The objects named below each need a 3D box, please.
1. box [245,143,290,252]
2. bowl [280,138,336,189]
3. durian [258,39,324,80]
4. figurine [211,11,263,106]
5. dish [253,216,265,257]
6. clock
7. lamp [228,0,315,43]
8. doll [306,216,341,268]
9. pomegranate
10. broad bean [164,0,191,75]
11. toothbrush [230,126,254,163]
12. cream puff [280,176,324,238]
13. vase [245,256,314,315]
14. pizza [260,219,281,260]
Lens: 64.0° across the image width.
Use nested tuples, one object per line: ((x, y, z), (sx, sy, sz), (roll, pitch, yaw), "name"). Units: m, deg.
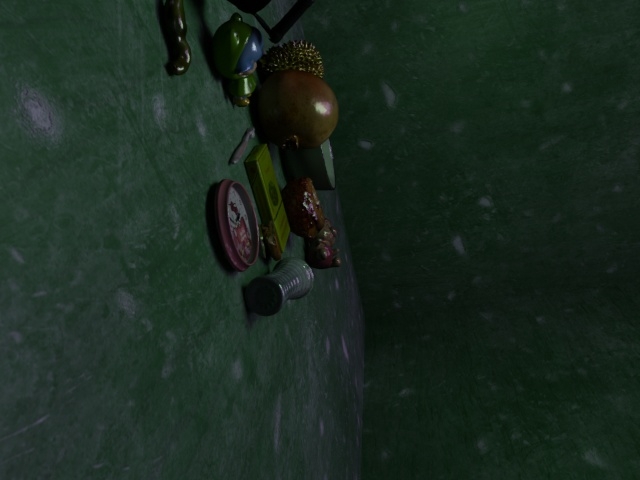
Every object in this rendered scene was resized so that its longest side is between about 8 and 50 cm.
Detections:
((-0.172, -0.141, 1.725), (0.187, 0.047, 0.334), (-79, 159, -63), "box")
((-0.058, -0.370, 2.183), (0.354, 0.185, 0.353), (-9, 90, -80), "bowl")
((-0.113, -0.669, 2.030), (0.293, 0.259, 0.257), (30, 51, -71), "durian")
((-0.238, -0.511, 1.480), (0.263, 0.143, 0.162), (96, 3, -54), "figurine")
((-0.191, -0.011, 1.489), (0.137, 0.039, 0.091), (81, -3, -49), "dish")
((-0.220, -0.039, 1.323), (0.244, 0.056, 0.244), (-9, 90, -79), "clock")
((-0.226, -0.726, 1.314), (0.374, 0.205, 0.272), (57, 29, 12), "lamp")
((0.004, 0.000, 2.299), (0.196, 0.152, 0.255), (90, -8, -60), "doll")
((-0.088, -0.457, 1.835), (0.319, 0.320, 0.318), (-9, 90, -80), "pomegranate")
((-0.325, -0.473, 1.157), (0.070, 0.048, 0.213), (23, 61, -79), "broad bean")
((-0.235, -0.289, 1.567), (0.307, 0.025, 0.029), (-83, 169, -60), "toothbrush")
((-0.073, -0.119, 1.947), (0.240, 0.164, 0.239), (-23, 90, -87), "cream puff")
((-0.121, 0.138, 1.510), (0.299, 0.143, 0.143), (-27, 107, -76), "vase")
((-0.160, 0.002, 1.635), (0.175, 0.046, 0.134), (80, -6, -62), "pizza")
